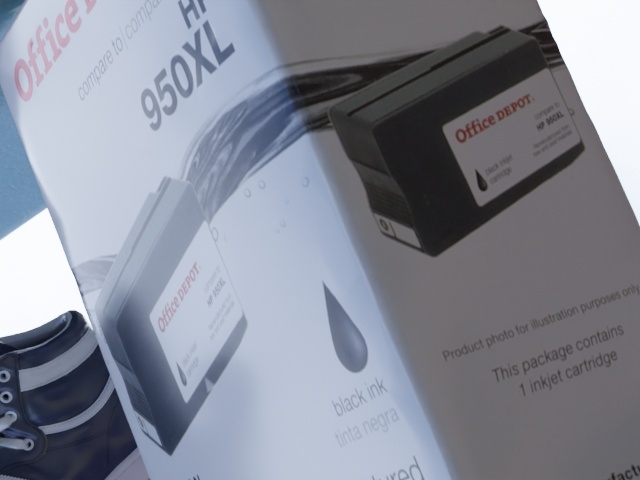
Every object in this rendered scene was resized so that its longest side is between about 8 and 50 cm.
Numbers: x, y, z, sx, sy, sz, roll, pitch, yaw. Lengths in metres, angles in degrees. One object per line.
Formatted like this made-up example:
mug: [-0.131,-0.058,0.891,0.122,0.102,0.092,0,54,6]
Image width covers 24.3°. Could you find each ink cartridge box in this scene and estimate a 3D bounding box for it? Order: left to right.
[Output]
ink cartridge box: [0.000,0.000,0.773,0.166,0.285,0.395,-16,-102,-33]

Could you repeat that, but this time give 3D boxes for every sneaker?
sneaker: [-0.235,0.172,1.045,0.282,0.099,0.153,-44,-69,-20]

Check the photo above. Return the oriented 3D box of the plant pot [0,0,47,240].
plant pot: [-0.239,-0.182,1.111,0.247,0.252,0.248,49,-163,-60]
